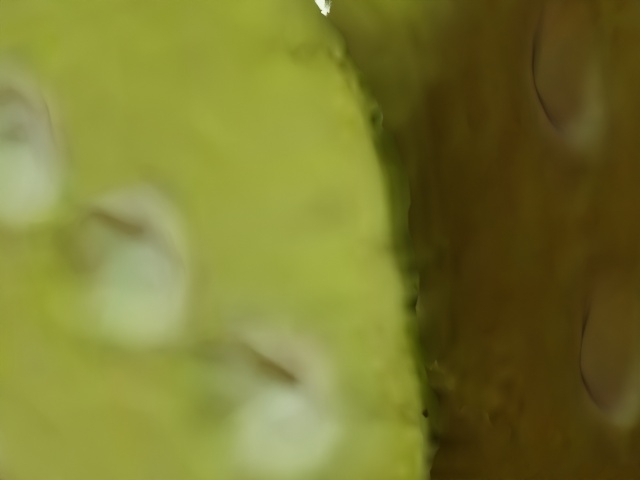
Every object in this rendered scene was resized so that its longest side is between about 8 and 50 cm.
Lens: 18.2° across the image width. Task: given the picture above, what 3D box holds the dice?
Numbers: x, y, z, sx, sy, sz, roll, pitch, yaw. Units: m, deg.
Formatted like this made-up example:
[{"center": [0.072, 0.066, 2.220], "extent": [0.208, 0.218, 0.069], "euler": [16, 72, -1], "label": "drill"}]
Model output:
[{"center": [0.000, 0.000, 0.754], "extent": [0.238, 0.233, 0.226], "euler": [-7, 1, 36], "label": "dice"}]
